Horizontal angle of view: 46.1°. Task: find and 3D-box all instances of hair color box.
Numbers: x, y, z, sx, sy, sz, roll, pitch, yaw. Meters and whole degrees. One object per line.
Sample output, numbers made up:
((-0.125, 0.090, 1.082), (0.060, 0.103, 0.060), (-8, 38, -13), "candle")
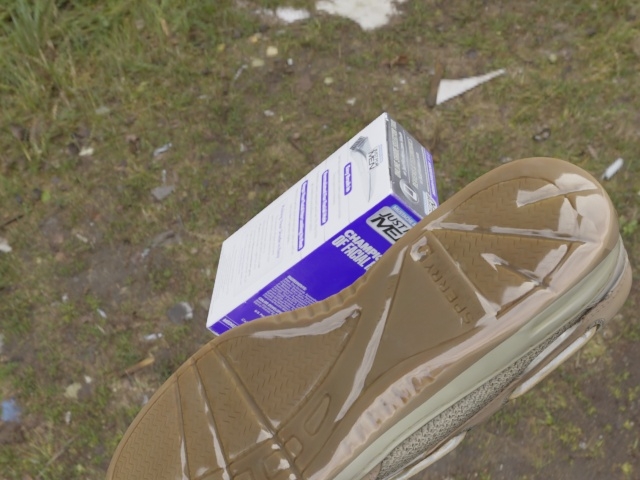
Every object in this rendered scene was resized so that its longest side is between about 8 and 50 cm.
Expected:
((0.000, 0.000, 1.032), (0.339, 0.110, 0.185), (-38, 30, 29), "hair color box")

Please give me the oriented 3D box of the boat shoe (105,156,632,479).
((0.026, 0.094, 0.434), (0.341, 0.110, 0.121), (-33, 47, 12), "boat shoe")
